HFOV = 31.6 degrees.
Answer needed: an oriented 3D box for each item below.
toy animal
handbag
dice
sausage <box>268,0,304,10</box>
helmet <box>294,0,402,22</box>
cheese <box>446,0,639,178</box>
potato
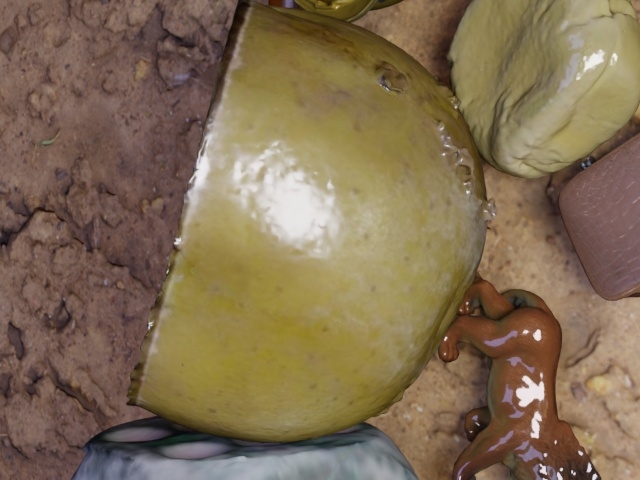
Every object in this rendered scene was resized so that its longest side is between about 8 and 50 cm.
[{"bbox_3d":[0.215,0.167,1.207,0.157,0.097,0.313,-7,85,27],"label":"toy animal"},{"bbox_3d":[0.333,-0.039,1.107,0.193,0.072,0.151,-40,67,35],"label":"handbag"},{"bbox_3d":[-0.085,0.371,1.260,0.330,0.327,0.348,-9,83,52],"label":"dice"},{"bbox_3d":[-0.029,-0.268,1.397,0.076,0.076,0.198,8,98,39],"label":"sausage"},{"bbox_3d":[0.065,-0.339,1.271,0.205,0.140,0.257,-55,47,28],"label":"helmet"},{"bbox_3d":[0.222,-0.185,1.159,0.226,0.117,0.214,-44,51,38],"label":"cheese"},{"bbox_3d":[0.000,0.000,1.184,0.319,0.385,0.442,18,102,-5],"label":"potato"}]
